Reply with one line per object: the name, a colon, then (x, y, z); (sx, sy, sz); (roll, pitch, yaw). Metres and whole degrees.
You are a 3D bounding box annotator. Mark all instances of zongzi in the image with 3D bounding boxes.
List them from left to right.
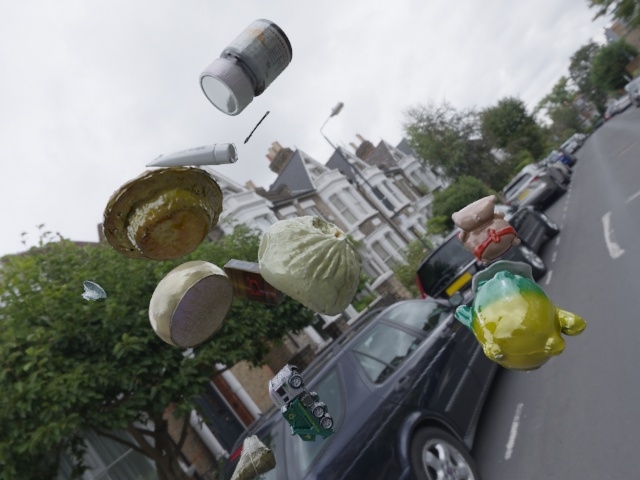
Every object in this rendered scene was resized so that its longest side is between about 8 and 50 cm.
zongzi: (-0.262, 0.723, 1.378); (0.178, 0.081, 0.189); (-19, 12, -31)

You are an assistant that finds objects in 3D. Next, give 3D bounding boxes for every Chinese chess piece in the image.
Chinese chess piece: (-0.390, 0.196, 1.288); (0.270, 0.112, 0.270); (-43, -34, -39)

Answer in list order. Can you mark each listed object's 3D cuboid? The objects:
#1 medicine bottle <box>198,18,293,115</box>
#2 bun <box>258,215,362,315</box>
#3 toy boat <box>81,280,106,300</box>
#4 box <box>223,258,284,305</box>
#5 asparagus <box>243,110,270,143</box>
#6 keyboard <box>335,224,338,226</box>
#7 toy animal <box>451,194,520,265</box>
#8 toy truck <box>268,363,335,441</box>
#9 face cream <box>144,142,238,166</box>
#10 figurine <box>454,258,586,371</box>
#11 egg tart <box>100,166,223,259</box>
medicine bottle: (-0.216, -0.512, 1.239); (0.273, 0.165, 0.165); (-56, -4, -25)
bun: (-0.015, 0.054, 1.269); (0.352, 0.349, 0.227); (21, -72, -45)
toy boat: (-0.940, 0.217, 1.743); (0.105, 0.149, 0.034); (40, -93, -36)
box: (-0.270, 0.173, 1.714); (0.071, 0.240, 0.159); (-45, -43, -54)
asparagus: (-0.230, -0.409, 1.508); (0.166, 0.016, 0.013); (-57, -35, -17)
keyboard: (0.001, -0.001, 1.622); (0.196, 0.074, 0.015); (-23, 22, 27)
toy animal: (0.538, -0.031, 1.358); (0.171, 0.198, 0.171); (-32, 3, 2)
toy truck: (-0.060, 0.461, 1.162); (0.116, 0.216, 0.110); (-37, 6, -9)
face cream: (-0.350, -0.229, 1.144); (0.092, 0.243, 0.058); (-72, -24, -58)
figurine: (0.558, 0.215, 1.213); (0.323, 0.231, 0.340); (-14, 25, 17)
egg tart: (-0.524, -0.066, 1.469); (0.443, 0.178, 0.443); (-28, -31, -18)
